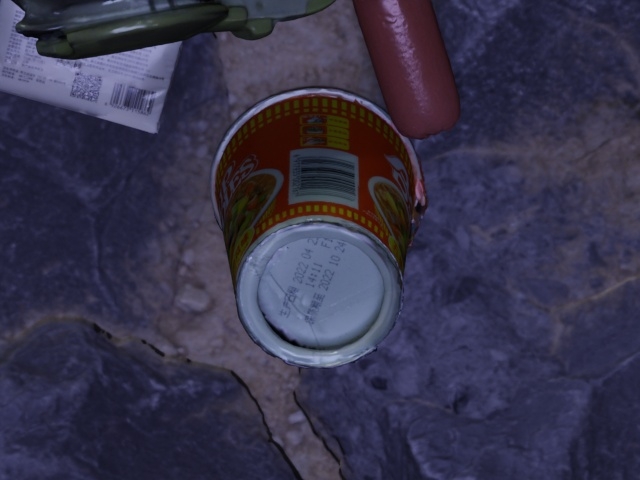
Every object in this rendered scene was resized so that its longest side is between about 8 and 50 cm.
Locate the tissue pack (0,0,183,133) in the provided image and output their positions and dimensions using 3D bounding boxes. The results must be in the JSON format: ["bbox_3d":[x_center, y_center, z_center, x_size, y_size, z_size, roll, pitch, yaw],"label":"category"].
[{"bbox_3d":[-0.186,-0.164,1.482,0.149,0.099,0.106,16,112,-8],"label":"tissue pack"}]

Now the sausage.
[{"bbox_3d":[0.071,-0.155,1.510,0.062,0.062,0.154,-16,114,7],"label":"sausage"}]

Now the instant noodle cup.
[{"bbox_3d":[0.000,0.000,1.499,0.193,0.212,0.193,0,116,-1],"label":"instant noodle cup"}]

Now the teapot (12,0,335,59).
[{"bbox_3d":[-0.132,-0.257,1.371,0.239,0.321,0.239,-5,98,35],"label":"teapot"}]
